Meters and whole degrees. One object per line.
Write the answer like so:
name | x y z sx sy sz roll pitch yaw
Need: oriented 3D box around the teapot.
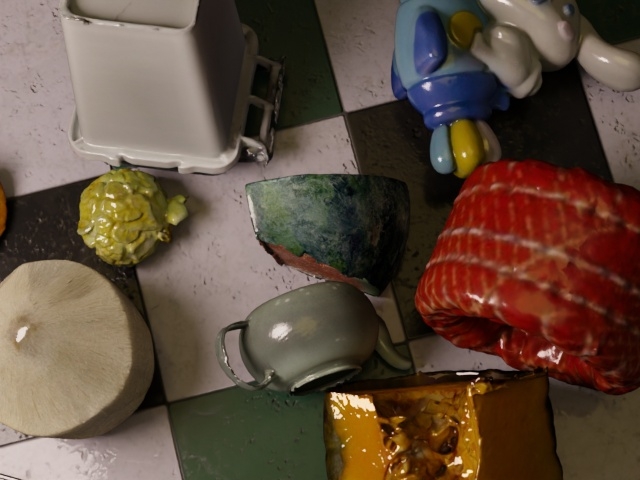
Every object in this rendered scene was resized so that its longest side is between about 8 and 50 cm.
teapot | -0.013 0.139 1.791 0.294 0.193 0.129 -8 69 -36

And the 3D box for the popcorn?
popcorn | -0.274 -0.034 1.872 0.162 0.135 0.141 17 71 8

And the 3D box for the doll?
doll | 0.233 -0.287 1.885 0.365 0.187 0.376 -39 61 -14

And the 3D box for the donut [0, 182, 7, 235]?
donut | -0.518 -0.046 1.879 0.058 0.152 0.152 10 75 39

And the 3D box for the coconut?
coconut | -0.350 0.146 1.766 0.237 0.266 0.237 -2 80 10

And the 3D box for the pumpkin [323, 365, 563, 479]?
pumpkin | 0.158 0.276 1.729 0.303 0.256 0.225 -2 86 24

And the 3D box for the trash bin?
trash bin | -0.204 -0.265 1.790 0.296 0.368 0.256 8 66 4

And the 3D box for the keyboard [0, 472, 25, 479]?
keyboard | -0.474 0.347 1.853 0.155 0.010 0.053 15 79 5

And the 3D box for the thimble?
thimble | 0.308 0.051 1.731 0.350 0.350 0.231 22 79 6

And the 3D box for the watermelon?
watermelon | 0.000 0.000 1.814 0.226 0.318 0.148 -11 79 41
